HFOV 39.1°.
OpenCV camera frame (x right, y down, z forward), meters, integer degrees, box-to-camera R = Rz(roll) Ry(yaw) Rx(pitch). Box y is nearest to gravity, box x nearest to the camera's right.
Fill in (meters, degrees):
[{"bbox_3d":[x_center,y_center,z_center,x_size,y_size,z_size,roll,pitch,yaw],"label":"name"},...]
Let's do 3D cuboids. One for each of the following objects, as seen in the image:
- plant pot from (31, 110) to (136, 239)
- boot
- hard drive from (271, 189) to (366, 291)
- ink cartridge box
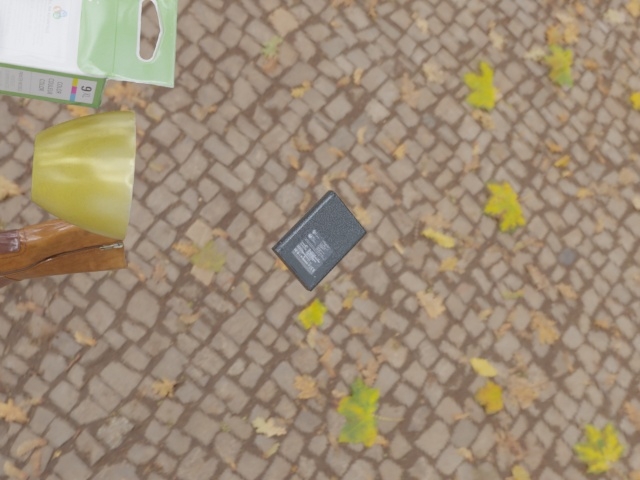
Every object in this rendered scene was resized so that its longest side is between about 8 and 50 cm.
[{"bbox_3d":[-0.243,-0.071,0.917,0.095,0.134,0.134,5,67,-17],"label":"plant pot"},{"bbox_3d":[-0.420,-0.002,1.248,0.280,0.264,0.096,-7,58,-4],"label":"boot"},{"bbox_3d":[0.000,0.000,1.417,0.135,0.022,0.094,-46,112,-15],"label":"hard drive"},{"bbox_3d":[-0.233,-0.181,0.776,0.209,0.062,0.109,6,70,-17],"label":"ink cartridge box"}]
